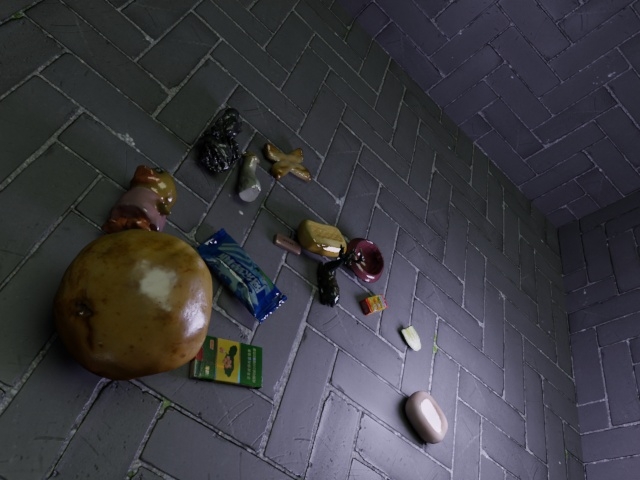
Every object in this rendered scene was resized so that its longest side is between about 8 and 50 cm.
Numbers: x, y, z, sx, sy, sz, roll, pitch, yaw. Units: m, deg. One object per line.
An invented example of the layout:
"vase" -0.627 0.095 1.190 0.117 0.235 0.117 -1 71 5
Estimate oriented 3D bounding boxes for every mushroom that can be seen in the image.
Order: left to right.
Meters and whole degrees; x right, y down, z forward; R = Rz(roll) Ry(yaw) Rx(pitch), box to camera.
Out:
"mushroom" -0.268 -0.242 1.974 0.081 0.092 0.223 13 47 -19

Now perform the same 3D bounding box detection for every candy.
"candy" -0.263 0.117 1.745 0.331 0.077 0.187 50 37 -4
"candy" 0.218 0.262 2.156 0.122 0.038 0.062 -8 70 -47

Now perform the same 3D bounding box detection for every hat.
"hat" 0.177 0.085 2.197 0.205 0.089 0.205 20 55 -31

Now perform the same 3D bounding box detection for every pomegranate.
"pomegranate" -0.441 0.153 1.332 0.410 0.410 0.410 25 49 -32

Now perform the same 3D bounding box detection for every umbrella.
"umbrella" -0.345 -0.382 1.965 0.154 0.128 0.337 41 39 -15

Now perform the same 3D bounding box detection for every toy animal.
"toy animal" -0.518 -0.115 1.587 0.169 0.195 0.281 72 22 -52

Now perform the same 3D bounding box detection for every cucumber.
"cucumber" 0.379 0.416 2.218 0.067 0.035 0.107 -21 81 -31

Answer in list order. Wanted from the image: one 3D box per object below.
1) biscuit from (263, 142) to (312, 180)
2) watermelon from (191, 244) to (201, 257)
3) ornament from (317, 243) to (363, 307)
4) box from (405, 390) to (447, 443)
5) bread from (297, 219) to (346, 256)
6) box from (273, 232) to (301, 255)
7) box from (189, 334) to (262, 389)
"biscuit" -0.135 -0.319 2.188 0.207 0.047 0.164 -2 65 -46
"watermelon" -0.383 0.085 1.626 0.158 0.121 0.098 32 24 -32
"ornament" 0.076 0.122 1.956 0.080 0.236 0.202 13 54 -32
"box" 0.408 0.678 2.028 0.200 0.088 0.146 55 38 0
"bread" 0.000 0.000 2.064 0.217 0.098 0.147 15 37 -39
"box" -0.124 0.014 1.992 0.115 0.025 0.048 29 45 -29
"box" -0.279 0.366 1.592 0.235 0.034 0.132 21 52 -35
